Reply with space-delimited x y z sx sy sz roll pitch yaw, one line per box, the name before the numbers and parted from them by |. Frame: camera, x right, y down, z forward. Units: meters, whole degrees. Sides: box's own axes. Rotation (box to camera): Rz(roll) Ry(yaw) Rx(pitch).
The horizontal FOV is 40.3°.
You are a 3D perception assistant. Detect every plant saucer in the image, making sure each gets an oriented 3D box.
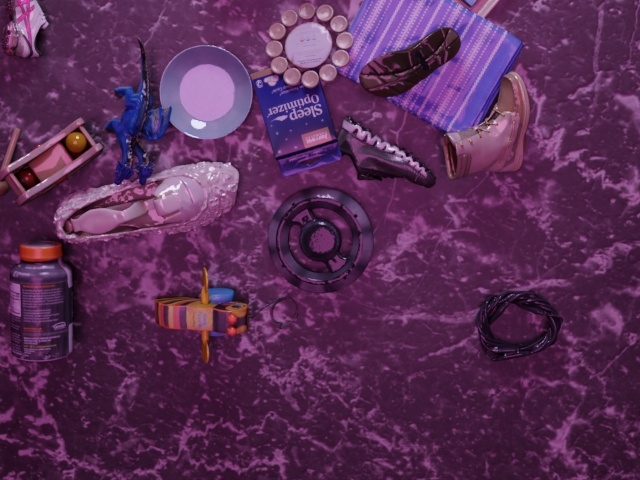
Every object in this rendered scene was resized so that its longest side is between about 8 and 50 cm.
plant saucer | -0.238 -0.310 1.831 0.195 0.037 0.194 0 100 1

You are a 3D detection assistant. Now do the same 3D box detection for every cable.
cable | 0.434 0.181 1.903 0.185 0.047 0.150 -13 95 6

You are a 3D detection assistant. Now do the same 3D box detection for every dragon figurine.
dragon figurine | -0.364 -0.254 1.783 0.144 0.085 0.289 32 104 40

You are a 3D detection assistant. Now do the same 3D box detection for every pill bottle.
pill bottle | -0.597 0.125 1.871 0.131 0.130 0.245 3 100 1

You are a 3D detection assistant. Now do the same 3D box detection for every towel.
towel | 0.217 -0.379 1.796 0.336 0.040 0.243 28 105 -4

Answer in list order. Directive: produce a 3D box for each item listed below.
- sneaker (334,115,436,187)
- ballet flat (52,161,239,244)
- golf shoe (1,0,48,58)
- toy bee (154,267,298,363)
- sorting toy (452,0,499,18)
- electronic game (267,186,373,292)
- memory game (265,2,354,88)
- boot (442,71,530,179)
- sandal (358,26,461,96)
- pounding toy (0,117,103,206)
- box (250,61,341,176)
sneaker | 0.128 -0.160 1.832 0.234 0.078 0.106 31 102 0
ballet flat | -0.366 -0.063 1.832 0.409 0.147 0.147 -14 99 3
golf shoe | -0.607 -0.470 1.806 0.086 0.067 0.186 3 99 -28
toy bee | -0.215 0.150 1.852 0.298 0.162 0.195 -20 97 5
sorting toy | 0.303 -0.574 1.770 0.208 0.038 0.193 40 99 -5
electronic game | 0.000 0.000 1.875 0.229 0.048 0.229 1 95 7
memory game | -0.023 -0.400 1.793 0.186 0.012 0.186 -2 81 10
boot | 0.334 -0.230 1.775 0.165 0.077 0.213 -9 118 -15
sandal | 0.179 -0.361 1.765 0.219 0.060 0.090 -33 104 -3
pounding toy | -0.596 -0.175 1.805 0.270 0.154 0.154 -34 98 6
box | -0.049 -0.257 1.809 0.137 0.036 0.225 -17 85 4
